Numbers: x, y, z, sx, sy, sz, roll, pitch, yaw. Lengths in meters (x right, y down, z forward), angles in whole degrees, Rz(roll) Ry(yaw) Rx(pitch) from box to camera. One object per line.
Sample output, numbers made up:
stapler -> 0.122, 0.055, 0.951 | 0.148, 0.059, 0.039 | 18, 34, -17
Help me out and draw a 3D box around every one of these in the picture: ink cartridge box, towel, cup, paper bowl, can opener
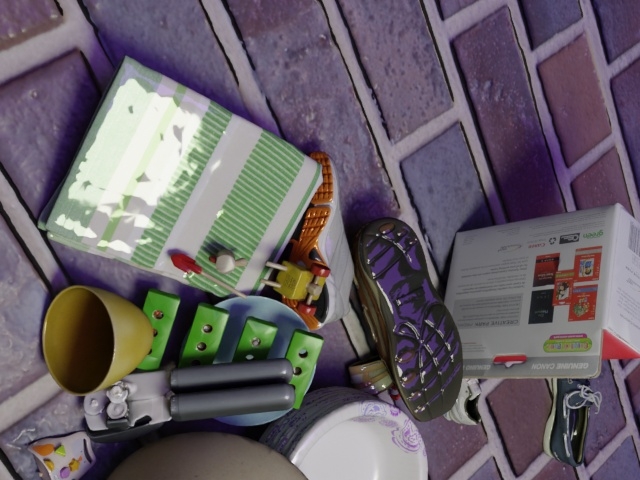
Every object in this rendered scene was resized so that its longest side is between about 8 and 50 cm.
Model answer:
ink cartridge box -> 0.349, 0.109, 1.247 | 0.130, 0.309, 0.271 | 30, 64, -34
towel -> -0.169, -0.060, 1.036 | 0.325, 0.038, 0.247 | 24, 101, -33
cup -> -0.153, 0.438, 0.955 | 0.331, 0.237, 0.331 | 0, 104, 1
paper bowl -> 0.014, 0.362, 1.196 | 0.284, 0.148, 0.284 | -6, 101, -33
can opener -> -0.173, 0.206, 1.035 | 0.281, 0.074, 0.093 | -8, 147, 0

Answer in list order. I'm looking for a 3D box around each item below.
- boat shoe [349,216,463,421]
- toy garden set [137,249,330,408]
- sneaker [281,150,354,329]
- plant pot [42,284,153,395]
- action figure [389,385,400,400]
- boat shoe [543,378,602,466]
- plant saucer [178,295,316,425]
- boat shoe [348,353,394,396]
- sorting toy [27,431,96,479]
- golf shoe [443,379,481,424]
boat shoe -> 0.129, 0.118, 1.232 | 0.123, 0.120, 0.323 | -18, 96, -20
toy garden set -> -0.114, 0.101, 1.068 | 0.244, 0.049, 0.203 | 17, 101, -11
sneaker -> 0.000, 0.000, 1.176 | 0.121, 0.099, 0.262 | 6, 85, -62
plant pot -> -0.269, 0.123, 0.989 | 0.095, 0.134, 0.134 | 4, 96, -56
action figure -> 0.163, 0.231, 1.349 | 0.115, 0.030, 0.038 | -27, 116, -29
boat shoe -> 0.508, 0.322, 1.566 | 0.095, 0.079, 0.254 | 12, 91, -35
plant saucer -> -0.105, 0.169, 1.126 | 0.195, 0.037, 0.194 | -2, 102, -10
boat shoe -> 0.129, 0.189, 1.301 | 0.190, 0.068, 0.072 | -26, 96, -30
sorting toy -> -0.329, 0.289, 1.023 | 0.075, 0.045, 0.083 | -32, 116, -47
golf shoe -> 0.256, 0.240, 1.379 | 0.069, 0.086, 0.176 | -13, 103, -30
